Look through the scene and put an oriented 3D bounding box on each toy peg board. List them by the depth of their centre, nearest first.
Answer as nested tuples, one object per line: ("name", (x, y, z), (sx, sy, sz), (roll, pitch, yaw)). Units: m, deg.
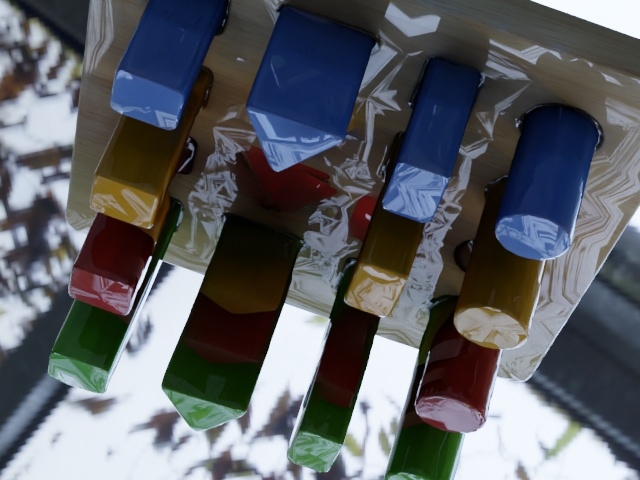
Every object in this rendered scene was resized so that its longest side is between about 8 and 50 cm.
("toy peg board", (0.000, 0.000, 0.476), (0.161, 0.160, 0.079), (19, -123, -1))
